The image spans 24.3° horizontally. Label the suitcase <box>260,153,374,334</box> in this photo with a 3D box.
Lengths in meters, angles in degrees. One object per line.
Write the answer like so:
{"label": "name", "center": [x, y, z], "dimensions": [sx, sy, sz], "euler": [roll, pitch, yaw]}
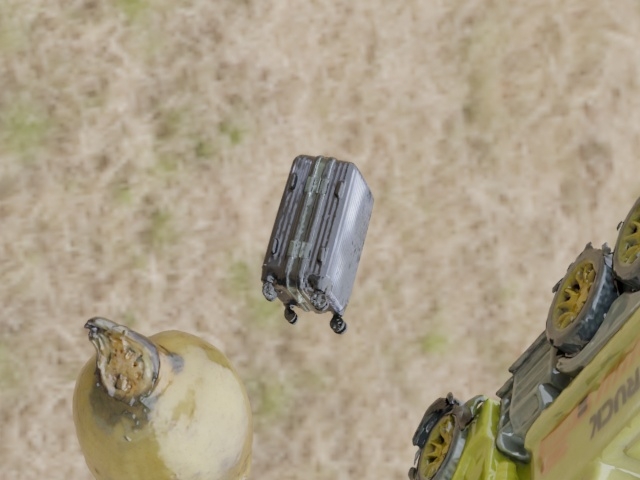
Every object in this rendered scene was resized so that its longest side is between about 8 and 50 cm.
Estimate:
{"label": "suitcase", "center": [0.000, 0.000, 1.155], "dimensions": [0.086, 0.059, 0.126], "euler": [56, 47, -66]}

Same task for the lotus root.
{"label": "lotus root", "center": [-0.115, 0.128, 1.072], "dimensions": [0.118, 0.125, 0.221], "euler": [57, -13, 37]}

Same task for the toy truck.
{"label": "toy truck", "center": [0.132, 0.106, 0.624], "dimensions": [0.124, 0.272, 0.157], "euler": [25, 47, -10]}
